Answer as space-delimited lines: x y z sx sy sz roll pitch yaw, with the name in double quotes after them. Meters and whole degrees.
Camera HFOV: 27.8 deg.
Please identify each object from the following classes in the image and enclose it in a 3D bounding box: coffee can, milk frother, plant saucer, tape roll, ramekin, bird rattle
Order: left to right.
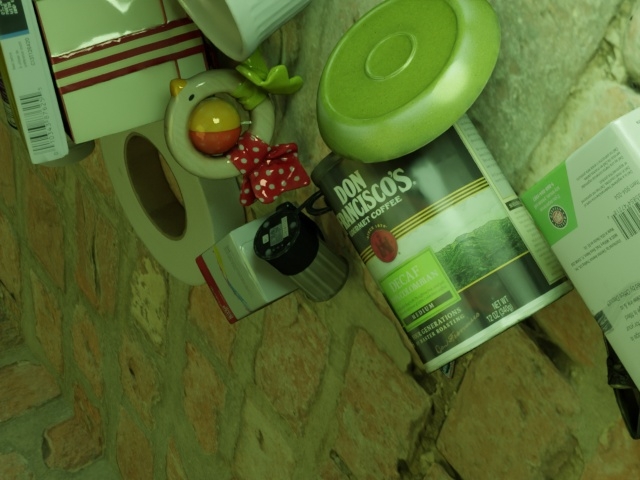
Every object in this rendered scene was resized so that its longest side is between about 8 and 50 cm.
-0.268 -0.107 2.294 0.392 0.072 0.392 41 146 37 "tape roll"
-0.124 -0.382 1.667 0.277 0.135 0.277 53 170 13 "ramekin"
-0.127 -0.165 1.879 0.143 0.207 0.253 -123 31 -53 "bird rattle"
0.000 0.000 1.908 0.143 0.129 0.135 -12 143 34 "milk frother"
0.086 -0.196 1.441 0.241 0.241 0.037 26 168 49 "plant saucer"
0.143 -0.011 1.528 0.275 0.201 0.201 59 152 7 "coffee can"

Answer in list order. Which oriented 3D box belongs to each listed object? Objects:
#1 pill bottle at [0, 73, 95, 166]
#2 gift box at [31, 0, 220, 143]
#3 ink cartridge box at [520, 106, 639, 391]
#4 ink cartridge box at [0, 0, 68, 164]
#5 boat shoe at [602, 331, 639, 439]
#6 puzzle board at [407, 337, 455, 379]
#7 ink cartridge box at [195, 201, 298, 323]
-0.513 -0.307 2.424 0.181 0.181 0.323 34 141 44 "pill bottle"
-0.286 -0.285 1.961 0.276 0.258 0.255 -137 32 -62 "gift box"
0.350 0.015 1.284 0.273 0.115 0.198 59 153 8 "ink cartridge box"
-0.467 -0.299 1.971 0.307 0.072 0.303 -142 37 -64 "ink cartridge box"
0.353 0.155 1.472 0.056 0.049 0.152 -11 103 62 "boat shoe"
0.159 0.127 1.825 0.096 0.011 0.128 43 146 33 "puzzle board"
-0.094 0.037 2.055 0.127 0.128 0.176 62 153 2 "ink cartridge box"
